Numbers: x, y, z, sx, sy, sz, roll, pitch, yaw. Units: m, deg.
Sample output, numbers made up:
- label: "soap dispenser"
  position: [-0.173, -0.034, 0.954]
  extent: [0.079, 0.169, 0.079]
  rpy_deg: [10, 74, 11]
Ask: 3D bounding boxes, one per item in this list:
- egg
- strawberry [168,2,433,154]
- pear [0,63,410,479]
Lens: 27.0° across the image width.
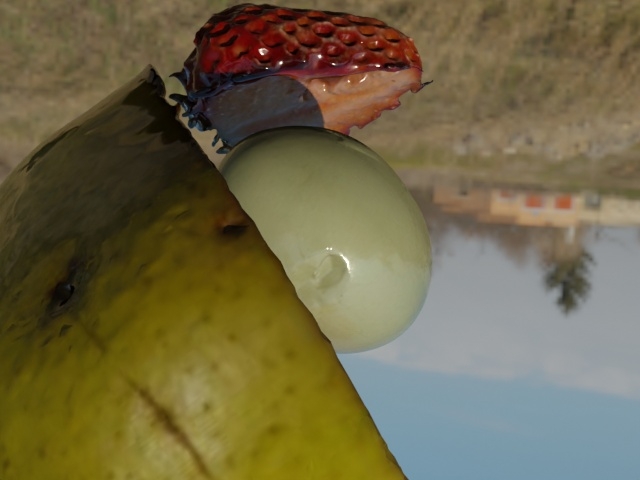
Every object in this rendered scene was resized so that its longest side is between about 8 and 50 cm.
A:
- label: "egg"
  position: [0.000, 0.000, 1.418]
  extent: [0.269, 0.219, 0.219]
  rpy_deg: [41, 170, -17]
- label: "strawberry"
  position: [-0.044, -0.219, 1.634]
  extent: [0.280, 0.150, 0.253]
  rpy_deg: [-29, 150, 30]
- label: "pear"
  position: [-0.058, 0.131, 0.573]
  extent: [0.191, 0.386, 0.340]
  rpy_deg: [-31, 150, -8]
